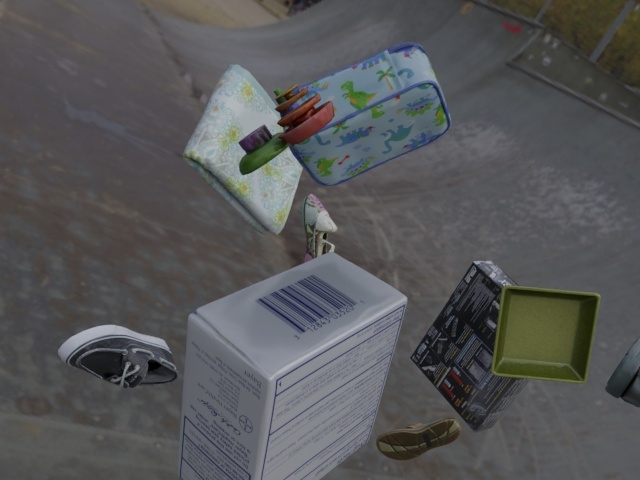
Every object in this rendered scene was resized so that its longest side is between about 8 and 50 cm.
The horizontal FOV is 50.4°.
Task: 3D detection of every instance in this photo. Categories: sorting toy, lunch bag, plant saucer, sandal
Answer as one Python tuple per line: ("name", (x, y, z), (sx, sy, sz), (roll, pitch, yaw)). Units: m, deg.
("sorting toy", (-0.033, -0.093, 0.535), (0.042, 0.102, 0.061), (55, 39, -13))
("lunch bag", (0.063, -0.166, 0.941), (0.176, 0.219, 0.090), (43, 27, -62))
("plant saucer", (0.439, 0.180, 1.348), (0.188, 0.188, 0.045), (5, 12, 3))
("sandal", (0.207, 0.413, 1.440), (0.049, 0.180, 0.072), (-110, -177, -76))

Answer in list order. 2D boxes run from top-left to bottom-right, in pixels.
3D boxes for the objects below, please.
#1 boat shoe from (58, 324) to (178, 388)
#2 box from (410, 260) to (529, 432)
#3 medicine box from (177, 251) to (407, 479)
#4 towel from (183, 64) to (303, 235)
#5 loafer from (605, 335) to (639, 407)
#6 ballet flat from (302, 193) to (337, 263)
("boat shoe", (-0.403, 0.254, 1.405), (0.102, 0.108, 0.301), (51, 8, 27))
("box", (0.367, 0.237, 1.539), (0.076, 0.307, 0.242), (1, 36, -43))
("medicine box", (-0.042, 0.200, 0.923), (0.149, 0.289, 0.263), (32, 36, 31))
("towel", (-0.184, -0.236, 1.839), (0.374, 0.090, 0.320), (47, 48, -40))
("loafer", (0.470, 0.151, 0.913), (0.084, 0.096, 0.267), (35, 42, 28))
("ballet flat", (0.000, 0.000, 1.623), (0.079, 0.221, 0.077), (1, -2, 36))
